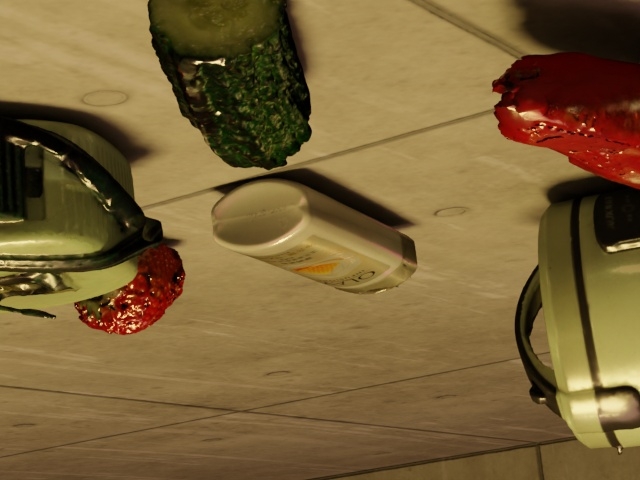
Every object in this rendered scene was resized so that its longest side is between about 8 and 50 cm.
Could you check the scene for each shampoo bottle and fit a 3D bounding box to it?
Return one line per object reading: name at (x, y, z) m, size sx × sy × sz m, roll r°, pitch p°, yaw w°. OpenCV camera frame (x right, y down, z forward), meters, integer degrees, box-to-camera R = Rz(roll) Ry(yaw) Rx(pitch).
shampoo bottle at (0.000, 0.000, 1.333) m, size 0.086 × 0.056 × 0.227 m, roll -10°, pitch 166°, yaw 22°

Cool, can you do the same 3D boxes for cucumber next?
cucumber at (-0.045, -0.086, 0.922) m, size 0.077 × 0.077 × 0.265 m, roll -6°, pitch 165°, yaw 2°

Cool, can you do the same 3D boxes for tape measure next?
tape measure at (-0.221, -0.010, 1.086) m, size 0.207 × 0.115 × 0.235 m, roll -6°, pitch 166°, yaw 11°

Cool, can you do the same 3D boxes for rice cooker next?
rice cooker at (0.281, 0.055, 1.364) m, size 0.244 × 0.226 × 0.226 m, roll -12°, pitch 165°, yaw 19°

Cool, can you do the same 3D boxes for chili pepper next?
chili pepper at (0.240, -0.068, 1.048) m, size 0.387 × 0.110 × 0.110 m, roll 9°, pitch 160°, yaw -38°

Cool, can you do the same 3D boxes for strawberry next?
strawberry at (-0.157, 0.034, 1.380) m, size 0.096 × 0.083 × 0.083 m, roll -6°, pitch 168°, yaw -30°
